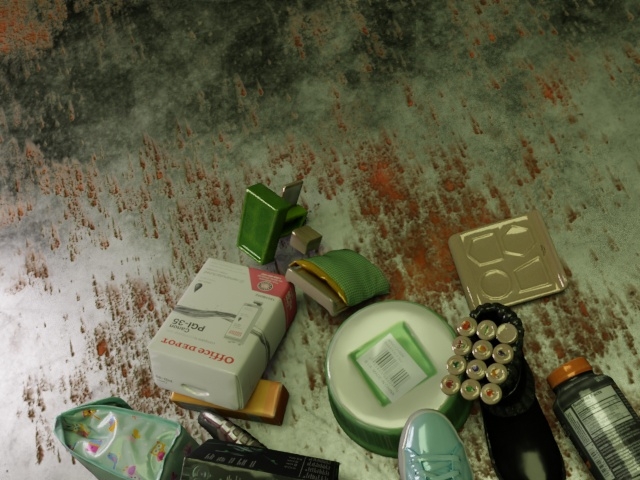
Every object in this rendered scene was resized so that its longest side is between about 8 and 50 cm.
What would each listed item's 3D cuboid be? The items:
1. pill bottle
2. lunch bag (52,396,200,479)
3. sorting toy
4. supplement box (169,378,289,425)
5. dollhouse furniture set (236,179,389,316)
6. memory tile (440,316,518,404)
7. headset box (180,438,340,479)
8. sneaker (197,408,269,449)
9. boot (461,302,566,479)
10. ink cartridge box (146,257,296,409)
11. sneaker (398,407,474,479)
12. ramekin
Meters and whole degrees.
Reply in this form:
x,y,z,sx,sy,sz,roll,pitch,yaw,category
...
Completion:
x,y,z,sx,sy,sz,roll,pitch,yaw,category
0.524,0.341,1.607,0.130,0.130,0.245,-27,62,-2,pill bottle
-0.378,0.420,1.702,0.262,0.223,0.160,12,62,18,lunch bag
0.395,0.049,1.829,0.208,0.038,0.193,-18,63,8,sorting toy
-0.189,0.323,1.792,0.234,0.080,0.078,8,66,13,supplement box
0.000,0.000,1.814,0.301,0.151,0.198,36,37,28,dollhouse furniture set
0.277,0.208,1.503,0.113,0.012,0.148,10,70,28,memory tile
-0.115,0.450,1.530,0.283,0.246,0.131,10,85,2,headset box
-0.168,0.467,1.705,0.281,0.106,0.162,32,78,22,sneaker
0.351,0.308,1.583,0.131,0.260,0.347,-19,62,4,boot
-0.198,0.187,1.781,0.207,0.117,0.283,13,44,16,ink cartridge box
0.222,0.468,1.483,0.135,0.150,0.365,-6,73,-9,sneaker
0.152,0.266,1.708,0.304,0.148,0.303,-5,64,9,ramekin
